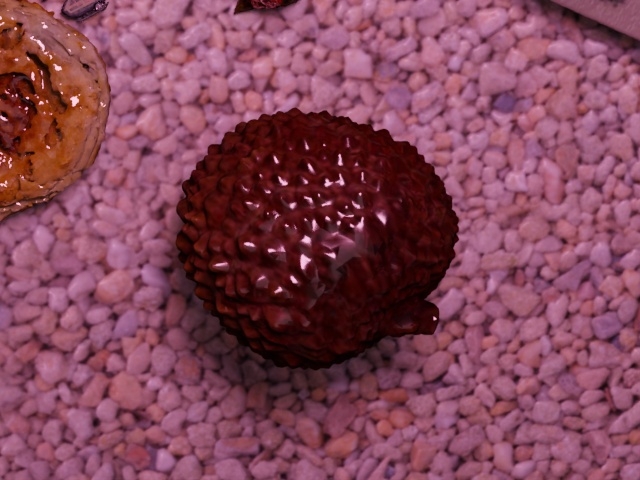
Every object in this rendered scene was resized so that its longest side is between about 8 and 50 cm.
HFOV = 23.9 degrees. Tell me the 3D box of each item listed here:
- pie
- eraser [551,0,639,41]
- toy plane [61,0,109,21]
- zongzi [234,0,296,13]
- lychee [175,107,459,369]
[{"bbox_3d":[-0.376,-0.150,1.719,0.308,0.085,0.308,-2,107,-8],"label":"pie"},{"bbox_3d":[0.288,-0.331,1.756,0.352,0.077,0.111,21,103,-14],"label":"eraser"},{"bbox_3d":[-0.255,-0.286,1.722,0.120,0.031,0.049,-27,101,4],"label":"toy plane"},{"bbox_3d":[-0.070,-0.284,1.745,0.083,0.067,0.073,33,113,2],"label":"zongzi"},{"bbox_3d":[0.000,0.000,1.719,0.330,0.306,0.306,43,99,10],"label":"lychee"}]
